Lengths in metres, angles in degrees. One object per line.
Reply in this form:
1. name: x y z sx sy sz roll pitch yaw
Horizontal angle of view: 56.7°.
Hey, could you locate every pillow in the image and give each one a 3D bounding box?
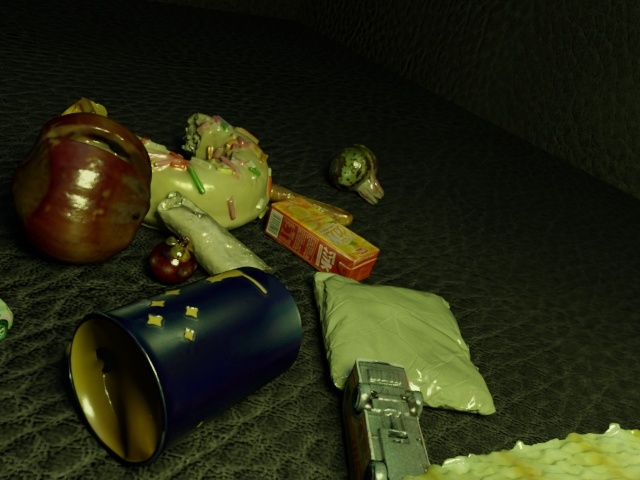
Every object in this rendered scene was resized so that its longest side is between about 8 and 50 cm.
1. pillow: 0.132 0.157 0.988 0.274 0.076 0.281 13 29 -14

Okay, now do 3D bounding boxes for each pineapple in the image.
1. pineapple: -0.540 -0.290 1.401 0.114 0.077 0.114 45 40 18

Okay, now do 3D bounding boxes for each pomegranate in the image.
1. pomegranate: 0.101 -0.175 1.506 0.163 0.126 0.138 28 17 17

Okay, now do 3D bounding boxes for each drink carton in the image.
1. drink carton: 0.000 0.000 1.195 0.222 0.071 0.096 34 31 27

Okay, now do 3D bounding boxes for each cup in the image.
1. cup: -0.188 0.119 0.770 0.255 0.179 0.256 34 30 24

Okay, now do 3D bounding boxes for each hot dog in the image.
1. hot dog: -0.031 -0.075 1.337 0.215 0.047 0.066 21 14 6

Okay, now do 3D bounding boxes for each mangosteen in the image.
1. mangosteen: -0.247 0.033 0.987 0.080 0.081 0.081 14 29 -8

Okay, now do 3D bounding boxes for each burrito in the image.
1. burrito: -0.195 0.003 1.035 0.226 0.060 0.087 43 69 9

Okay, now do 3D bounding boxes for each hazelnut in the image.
1. hazelnut: -0.386 -0.079 0.973 0.217 0.217 0.252 10 59 -14

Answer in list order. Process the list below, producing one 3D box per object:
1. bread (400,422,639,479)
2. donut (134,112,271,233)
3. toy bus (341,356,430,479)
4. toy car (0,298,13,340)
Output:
1. bread: 0.182 0.344 0.495 0.395 0.264 0.239 -10 16 -12
2. donut: -0.254 -0.140 1.209 0.307 0.150 0.371 33 33 18
3. toy bus: 0.082 0.269 0.732 0.092 0.106 0.268 12 31 -12
4. toy car: -0.488 0.109 0.717 0.090 0.076 0.224 27 30 19
